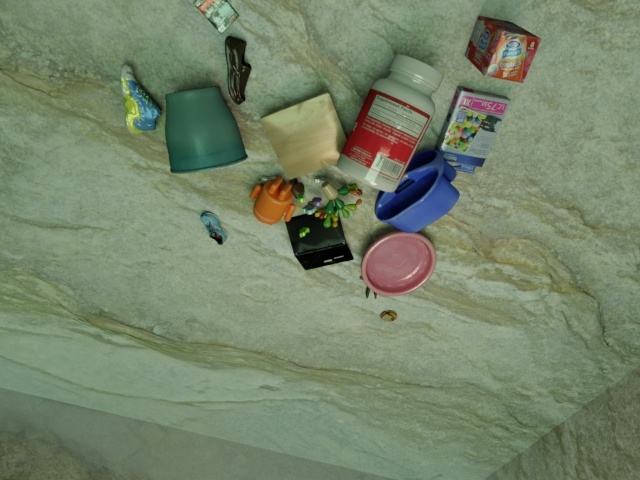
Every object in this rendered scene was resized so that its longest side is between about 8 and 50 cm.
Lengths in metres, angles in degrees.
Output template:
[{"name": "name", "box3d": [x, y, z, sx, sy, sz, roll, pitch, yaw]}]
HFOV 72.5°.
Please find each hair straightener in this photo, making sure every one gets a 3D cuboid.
[{"name": "hair straightener", "box3d": [0.225, 0.175, 2.010, 0.089, 0.047, 0.230, 2, 126, -1]}]

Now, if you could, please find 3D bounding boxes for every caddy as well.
[{"name": "caddy", "box3d": [0.344, -0.183, 1.616, 0.179, 0.241, 0.341, 29, 136, -25]}]

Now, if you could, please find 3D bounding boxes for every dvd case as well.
[{"name": "dvd case", "box3d": [-0.329, -0.730, 1.381, 0.087, 0.013, 0.119, -34, 117, 23]}]

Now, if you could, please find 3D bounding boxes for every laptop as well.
[{"name": "laptop", "box3d": [0.000, 0.000, 1.907, 0.235, 0.136, 0.264, -13, 150, 10]}]

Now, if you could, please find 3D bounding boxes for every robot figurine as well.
[{"name": "robot figurine", "box3d": [-0.188, -0.147, 1.720, 0.158, 0.128, 0.219, 3, 143, -30]}]

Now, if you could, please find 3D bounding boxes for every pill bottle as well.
[{"name": "pill bottle", "box3d": [0.236, -0.386, 1.458, 0.229, 0.229, 0.407, 21, 106, -14]}]

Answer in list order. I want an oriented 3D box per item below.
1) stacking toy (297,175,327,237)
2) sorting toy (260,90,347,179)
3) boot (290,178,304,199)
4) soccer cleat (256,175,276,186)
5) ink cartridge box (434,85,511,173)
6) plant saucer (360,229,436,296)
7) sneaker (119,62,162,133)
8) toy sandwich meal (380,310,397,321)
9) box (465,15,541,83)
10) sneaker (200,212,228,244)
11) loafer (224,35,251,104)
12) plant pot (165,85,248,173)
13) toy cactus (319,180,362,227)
[{"name": "stacking toy", "box3d": [-0.026, -0.133, 1.687, 0.052, 0.221, 0.166, 11, 123, 21]}, {"name": "sorting toy", "box3d": [-0.046, -0.385, 1.582, 0.257, 0.089, 0.255, -17, 124, 12]}, {"name": "boot", "box3d": [-0.089, -0.192, 1.708, 0.042, 0.118, 0.086, -15, 140, -12]}, {"name": "soccer cleat", "box3d": [-0.212, -0.241, 1.725, 0.083, 0.029, 0.035, -18, 128, 19]}, {"name": "ink cartridge box", "box3d": [0.538, -0.385, 1.595, 0.186, 0.065, 0.311, 9, 127, -6]}, {"name": "plant saucer", "box3d": [0.333, 0.091, 1.903, 0.333, 0.084, 0.331, -4, 121, -7]}, {"name": "sneaker", "box3d": [-0.625, -0.492, 1.527, 0.126, 0.091, 0.240, -5, 128, -19]}, {"name": "toy sandwich meal", "box3d": [0.341, 0.381, 2.168, 0.086, 0.029, 0.085, 0, 126, 0]}, {"name": "box", "box3d": [0.545, -0.585, 1.327, 0.123, 0.256, 0.128, 9, 125, -4]}, {"name": "sneaker", "box3d": [-0.448, -0.048, 1.839, 0.064, 0.073, 0.162, -24, 122, 17]}, {"name": "loafer", "box3d": [-0.269, -0.563, 1.460, 0.079, 0.080, 0.219, 0, 126, 1]}, {"name": "plant pot", "box3d": [-0.409, -0.385, 1.493, 0.272, 0.271, 0.255, -7, 111, 6]}, {"name": "toy cactus", "box3d": [0.061, -0.160, 1.703, 0.219, 0.112, 0.180, -45, 126, -9]}]
